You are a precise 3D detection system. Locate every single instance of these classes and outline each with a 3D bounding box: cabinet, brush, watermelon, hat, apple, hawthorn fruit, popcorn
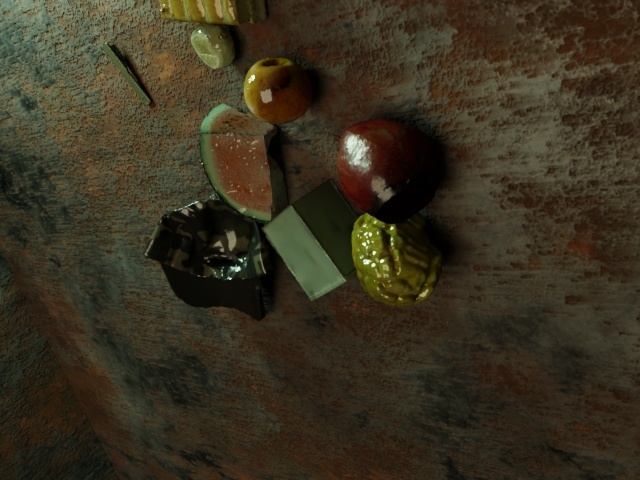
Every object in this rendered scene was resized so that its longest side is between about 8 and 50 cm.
[{"bbox_3d":[0.000,0.000,1.496,0.206,0.145,0.150,54,139,-1],"label":"cabinet"},{"bbox_3d":[-0.512,-0.447,1.758,0.034,0.027,0.190,-18,112,52],"label":"brush"},{"bbox_3d":[-0.175,-0.173,1.553,0.226,0.148,0.318,-23,102,41],"label":"watermelon"},{"bbox_3d":[-0.265,0.054,1.810,0.366,0.257,0.382,13,164,13],"label":"hat"},{"bbox_3d":[-0.088,-0.314,1.361,0.146,0.146,0.146,24,131,30],"label":"apple"},{"bbox_3d":[0.114,-0.145,1.275,0.251,0.189,0.189,39,139,38],"label":"hawthorn fruit"},{"bbox_3d":[0.144,0.044,1.355,0.226,0.200,0.203,43,139,24],"label":"popcorn"}]

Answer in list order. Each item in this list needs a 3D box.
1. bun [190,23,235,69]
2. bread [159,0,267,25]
[{"bbox_3d":[-0.235,-0.441,1.468,0.115,0.069,0.115,40,159,19],"label":"bun"},{"bbox_3d":[-0.244,-0.575,1.349,0.239,0.111,0.246,15,126,33],"label":"bread"}]
